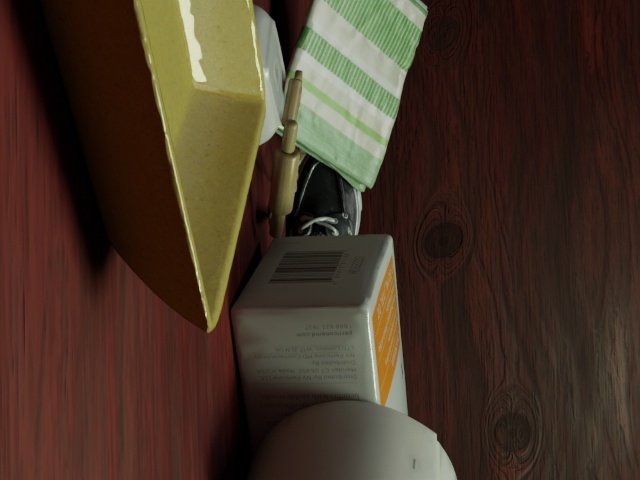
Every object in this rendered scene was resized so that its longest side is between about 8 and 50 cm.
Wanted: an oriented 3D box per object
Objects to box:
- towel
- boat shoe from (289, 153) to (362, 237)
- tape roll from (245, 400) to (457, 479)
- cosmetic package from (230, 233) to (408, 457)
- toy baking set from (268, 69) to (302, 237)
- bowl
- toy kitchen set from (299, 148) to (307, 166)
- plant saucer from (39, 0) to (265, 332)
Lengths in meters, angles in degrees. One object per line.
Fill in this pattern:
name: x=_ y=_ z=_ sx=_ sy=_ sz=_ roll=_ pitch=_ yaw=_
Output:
towel: x=0.046 y=-0.264 z=1.557 sx=0.248 sy=0.038 sz=0.325 roll=31 pitch=71 yaw=-46
boat shoe: x=0.000 y=0.000 z=1.583 sx=0.102 sy=0.108 sz=0.301 roll=41 pitch=54 yaw=-82
tape roll: x=0.027 y=0.317 z=1.118 sx=0.169 sy=0.246 sz=0.246 roll=-72 pitch=159 yaw=-67
cosmetic package: x=0.018 y=0.241 z=1.306 sx=0.230 sy=0.161 sz=0.453 roll=-65 pitch=151 yaw=-66
toy baking set: x=-0.037 y=-0.099 z=1.345 sx=0.197 sy=0.030 sz=0.256 roll=-77 pitch=177 yaw=-61
bowl: x=-0.075 y=-0.193 z=1.216 sx=0.142 sy=0.053 sz=0.142 roll=77 pitch=12 yaw=-49
toy kitchen set: x=0.003 y=-0.150 z=1.754 sx=0.083 sy=0.068 sz=0.075 roll=-45 pitch=132 yaw=-81
plant saucer: x=-0.116 y=-0.158 z=0.768 sx=0.333 sy=0.081 sz=0.333 roll=-83 pitch=169 yaw=-52
